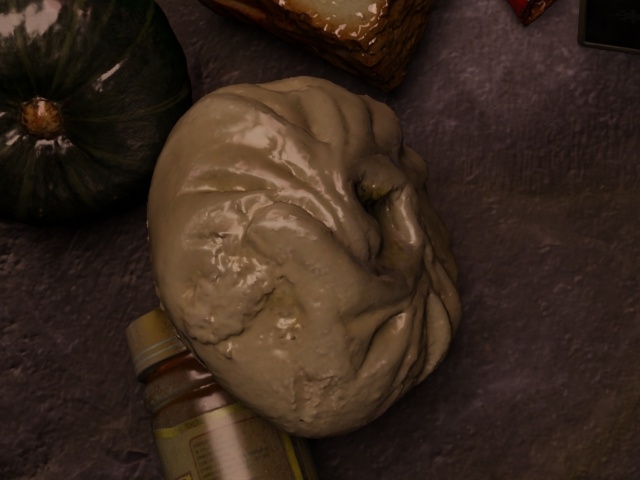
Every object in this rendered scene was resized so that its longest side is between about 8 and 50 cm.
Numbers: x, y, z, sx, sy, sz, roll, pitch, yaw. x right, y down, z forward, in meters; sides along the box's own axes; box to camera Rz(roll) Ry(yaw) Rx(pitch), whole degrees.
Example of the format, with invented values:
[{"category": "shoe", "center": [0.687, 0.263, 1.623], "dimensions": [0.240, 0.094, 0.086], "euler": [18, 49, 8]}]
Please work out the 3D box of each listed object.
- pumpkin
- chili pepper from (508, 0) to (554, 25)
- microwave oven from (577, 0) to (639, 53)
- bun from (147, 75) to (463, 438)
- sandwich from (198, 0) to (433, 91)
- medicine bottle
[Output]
[{"category": "pumpkin", "center": [-0.289, -0.161, 1.488], "dimensions": [0.300, 0.207, 0.300], "euler": [-4, 119, -7]}, {"category": "chili pepper", "center": [0.201, -0.326, 1.558], "dimensions": [0.088, 0.065, 0.169], "euler": [-49, 66, 18]}, {"category": "microwave oven", "center": [0.347, -0.316, 1.434], "dimensions": [0.145, 0.240, 0.194], "euler": [12, 78, 12]}, {"category": "bun", "center": [0.000, 0.000, 1.358], "dimensions": [0.211, 0.360, 0.360], "euler": [-26, 71, 34]}, {"category": "sandwich", "center": [0.040, -0.356, 1.530], "dimensions": [0.262, 0.131, 0.325], "euler": [27, 83, 27]}, {"category": "medicine bottle", "center": [-0.085, 0.222, 1.414], "dimensions": [0.151, 0.151, 0.322], "euler": [-19, 74, 4]}]
